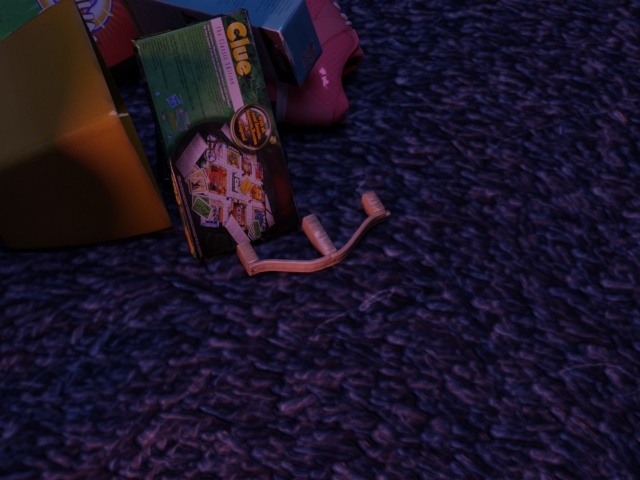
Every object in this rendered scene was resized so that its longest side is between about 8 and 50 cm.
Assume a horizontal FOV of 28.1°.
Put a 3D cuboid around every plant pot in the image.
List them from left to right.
[{"bbox_3d":[-0.311,-0.112,1.468,0.187,0.212,0.212,-23,55,-4],"label":"plant pot"}]

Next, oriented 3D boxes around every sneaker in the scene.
[{"bbox_3d":[-0.009,-0.267,1.671,0.136,0.116,0.314,10,58,-7],"label":"sneaker"}]

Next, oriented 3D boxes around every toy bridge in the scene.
[{"bbox_3d":[0.000,0.000,1.489,0.188,0.026,0.063,-22,61,-18],"label":"toy bridge"}]

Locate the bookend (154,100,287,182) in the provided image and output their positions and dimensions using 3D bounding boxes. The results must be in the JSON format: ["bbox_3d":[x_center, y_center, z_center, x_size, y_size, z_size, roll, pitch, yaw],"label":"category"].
[{"bbox_3d":[-0.116,-0.151,1.518,0.157,0.156,0.072,1,32,-2],"label":"bookend"}]

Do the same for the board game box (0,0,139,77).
[{"bbox_3d":[-0.337,-0.308,1.635,0.316,0.064,0.242,-34,89,-25],"label":"board game box"}]

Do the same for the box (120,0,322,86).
[{"bbox_3d":[-0.124,-0.266,1.544,0.244,0.100,0.060,19,64,26],"label":"box"}]

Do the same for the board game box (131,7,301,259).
[{"bbox_3d":[-0.116,-0.121,1.461,0.136,0.259,0.030,-18,16,-15],"label":"board game box"}]
